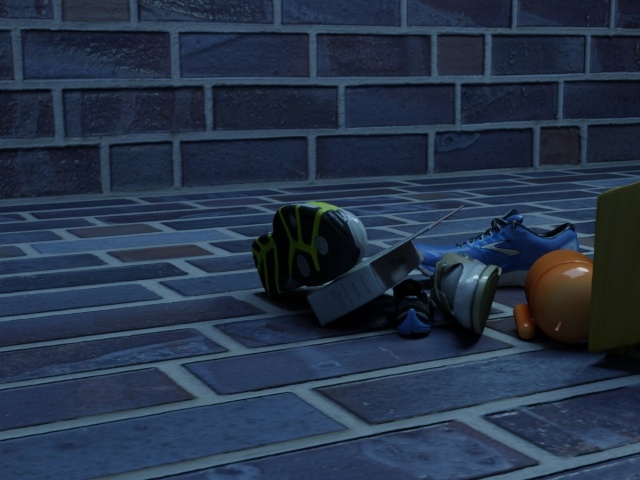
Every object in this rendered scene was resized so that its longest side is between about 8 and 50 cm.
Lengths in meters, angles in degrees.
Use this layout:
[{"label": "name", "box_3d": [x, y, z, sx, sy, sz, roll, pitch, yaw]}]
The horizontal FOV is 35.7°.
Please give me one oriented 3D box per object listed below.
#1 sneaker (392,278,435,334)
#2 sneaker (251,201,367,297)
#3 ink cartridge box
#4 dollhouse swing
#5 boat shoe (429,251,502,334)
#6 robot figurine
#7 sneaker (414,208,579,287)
[{"label": "sneaker", "box_3d": [0.151, 0.096, 1.596, 0.067, 0.078, 0.188, -2, 9, 5]}, {"label": "sneaker", "box_3d": [0.000, 0.000, 1.680, 0.147, 0.145, 0.384, -19, 0, -22]}, {"label": "ink cartridge box", "box_3d": [0.127, 0.038, 1.666, 0.238, 0.060, 0.275, -29, -1, 21]}, {"label": "dollhouse swing", "box_3d": [0.593, 0.011, 1.392, 0.304, 0.315, 0.346, 8, 13, 36]}, {"label": "boat shoe", "box_3d": [0.225, 0.079, 1.581, 0.103, 0.113, 0.302, 16, 2, 11]}, {"label": "robot figurine", "box_3d": [0.379, 0.087, 1.517, 0.158, 0.128, 0.219, 3, 9, 6]}, {"label": "sneaker", "box_3d": [0.330, 0.011, 1.886, 0.329, 0.147, 0.130, -1, 10, -1]}]
